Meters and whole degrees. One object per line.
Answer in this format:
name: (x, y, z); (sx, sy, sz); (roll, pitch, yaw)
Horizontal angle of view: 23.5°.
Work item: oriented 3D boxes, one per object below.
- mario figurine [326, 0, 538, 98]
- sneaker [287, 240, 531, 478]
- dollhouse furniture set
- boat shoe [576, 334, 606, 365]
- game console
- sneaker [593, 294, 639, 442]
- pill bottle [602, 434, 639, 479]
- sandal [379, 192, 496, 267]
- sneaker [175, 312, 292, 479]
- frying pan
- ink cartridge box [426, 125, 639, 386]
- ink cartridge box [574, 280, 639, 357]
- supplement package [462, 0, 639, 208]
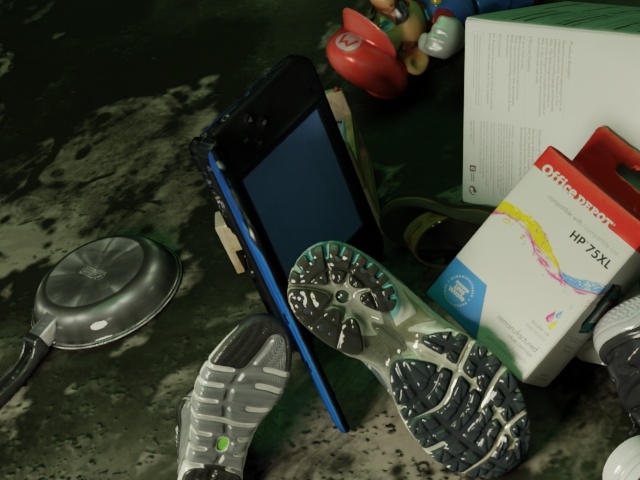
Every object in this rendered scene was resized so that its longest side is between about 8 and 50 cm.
mario figurine: (0.140, -0.311, 1.982); (0.320, 0.170, 0.198); (-33, 2, -25)
sneaker: (0.093, 0.101, 1.452); (0.110, 0.283, 0.122); (-43, 2, 9)
dollhouse furniture set: (-0.037, -0.073, 1.823); (0.183, 0.129, 0.129); (-18, 36, 9)
boat shoe: (0.295, 0.110, 1.485); (0.100, 0.035, 0.035); (-2, 38, 18)
game console: (0.000, 0.000, 1.571); (0.173, 0.293, 0.250); (17, 52, 41)
sneaker: (0.374, 0.099, 1.356); (0.268, 0.101, 0.153); (-26, 51, 30)
pill bottle: (0.303, 0.230, 1.282); (0.086, 0.086, 0.152); (-31, 36, -9)
sandal: (0.135, 0.001, 1.655); (0.219, 0.090, 0.060); (13, 61, 49)
sneaker: (-0.102, 0.154, 1.533); (0.086, 0.229, 0.132); (16, 18, -19)
frying pan: (-0.320, 0.087, 1.859); (0.326, 0.053, 0.197); (-29, 35, -12)
ink cartridge box: (0.228, 0.008, 1.447); (0.134, 0.078, 0.231); (43, 100, 25)
ink cartridge box: (0.272, 0.054, 1.542); (0.209, 0.062, 0.109); (-15, 36, 12)
supplement package: (0.309, -0.132, 1.587); (0.262, 0.199, 0.198); (13, 20, 40)
